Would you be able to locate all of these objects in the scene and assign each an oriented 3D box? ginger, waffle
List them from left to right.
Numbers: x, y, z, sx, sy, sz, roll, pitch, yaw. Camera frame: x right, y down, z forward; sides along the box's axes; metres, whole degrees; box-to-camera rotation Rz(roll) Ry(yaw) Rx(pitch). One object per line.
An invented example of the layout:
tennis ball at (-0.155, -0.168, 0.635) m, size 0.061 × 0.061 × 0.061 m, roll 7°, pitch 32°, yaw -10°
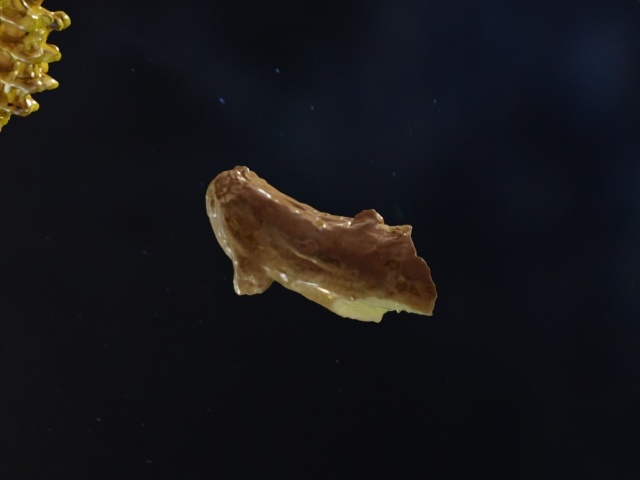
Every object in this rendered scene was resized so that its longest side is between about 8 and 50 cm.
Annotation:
waffle at (-0.321, -0.181, 0.710) m, size 0.197 × 0.193 × 0.070 m, roll -25°, pitch -152°, yaw 16°
ginger at (-0.002, 0.005, 0.411) m, size 0.137 × 0.044 × 0.057 m, roll 22°, pitch -66°, yaw 21°
